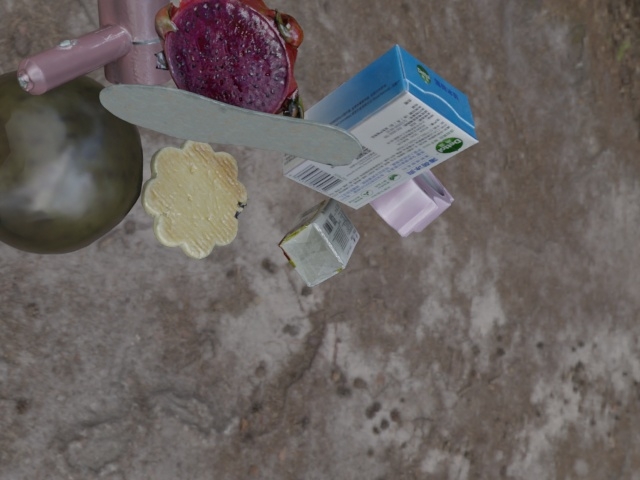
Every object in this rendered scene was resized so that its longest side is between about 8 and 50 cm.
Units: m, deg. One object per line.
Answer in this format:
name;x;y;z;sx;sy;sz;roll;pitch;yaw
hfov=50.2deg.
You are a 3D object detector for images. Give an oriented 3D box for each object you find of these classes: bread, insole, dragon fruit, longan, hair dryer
bread;-0.318;-0.106;1.739;0.316;0.054;0.316;2;88;-43
insole;-0.066;-0.082;0.479;0.065;0.197;0.004;76;29;-65
dragon fruit;-0.066;-0.152;0.546;0.068;0.126;0.112;-63;159;-58
longan;-0.561;-0.168;1.435;0.404;0.336;0.404;17;63;-37
hair dryer;-0.368;-0.335;1.122;0.352;0.125;0.210;-54;156;-52

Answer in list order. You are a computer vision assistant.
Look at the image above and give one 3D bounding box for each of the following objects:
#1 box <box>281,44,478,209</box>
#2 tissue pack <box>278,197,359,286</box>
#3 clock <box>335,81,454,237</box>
box;0.066;-0.126;0.818;0.139;0.194;0.073;21;51;-42
tissue pack;0.000;0.001;1.284;0.106;0.099;0.148;56;23;-10
clock;0.105;-0.143;1.184;0.290;0.080;0.275;49;18;2
